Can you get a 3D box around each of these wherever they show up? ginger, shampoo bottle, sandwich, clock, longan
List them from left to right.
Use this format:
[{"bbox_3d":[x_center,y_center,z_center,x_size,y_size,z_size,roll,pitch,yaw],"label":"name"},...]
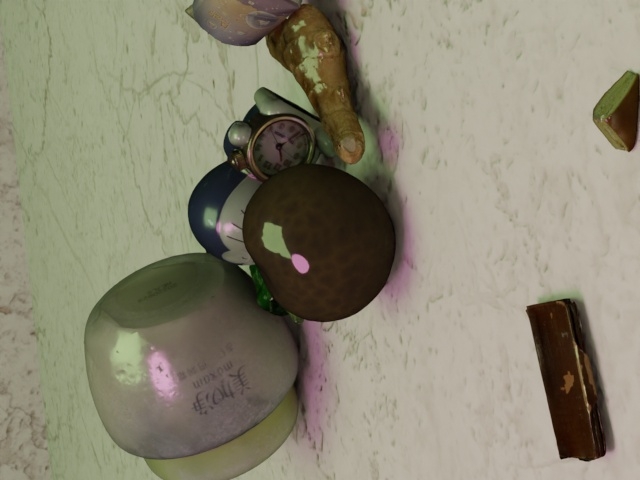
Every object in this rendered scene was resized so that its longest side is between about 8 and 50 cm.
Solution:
[{"bbox_3d":[-0.199,0.190,2.160,0.322,0.322,0.317,24,141,60],"label":"shampoo bottle"},{"bbox_3d":[-0.082,-0.078,1.964,0.243,0.199,0.146,-60,36,10],"label":"clock"},{"bbox_3d":[-0.001,-0.218,1.888,0.148,0.081,0.334,109,146,-45],"label":"ginger"},{"bbox_3d":[0.000,0.000,1.849,0.212,0.198,0.198,53,152,0],"label":"longan"},{"bbox_3d":[0.289,-0.123,1.376,0.031,0.044,0.083,30,128,53],"label":"sandwich"}]

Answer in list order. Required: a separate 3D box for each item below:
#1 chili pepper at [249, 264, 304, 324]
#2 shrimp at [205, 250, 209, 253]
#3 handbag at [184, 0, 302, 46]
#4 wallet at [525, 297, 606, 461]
[{"bbox_3d":[-0.066,0.010,2.092,0.136,0.099,0.270,-51,50,43],"label":"chili pepper"},{"bbox_3d":[-0.176,0.008,2.404,0.127,0.025,0.091,103,148,-44],"label":"shrimp"},{"bbox_3d":[-0.101,-0.329,1.890,0.173,0.117,0.095,-31,35,59],"label":"handbag"},{"bbox_3d":[0.270,0.152,1.533,0.095,0.026,0.176,157,103,-70],"label":"wallet"}]
